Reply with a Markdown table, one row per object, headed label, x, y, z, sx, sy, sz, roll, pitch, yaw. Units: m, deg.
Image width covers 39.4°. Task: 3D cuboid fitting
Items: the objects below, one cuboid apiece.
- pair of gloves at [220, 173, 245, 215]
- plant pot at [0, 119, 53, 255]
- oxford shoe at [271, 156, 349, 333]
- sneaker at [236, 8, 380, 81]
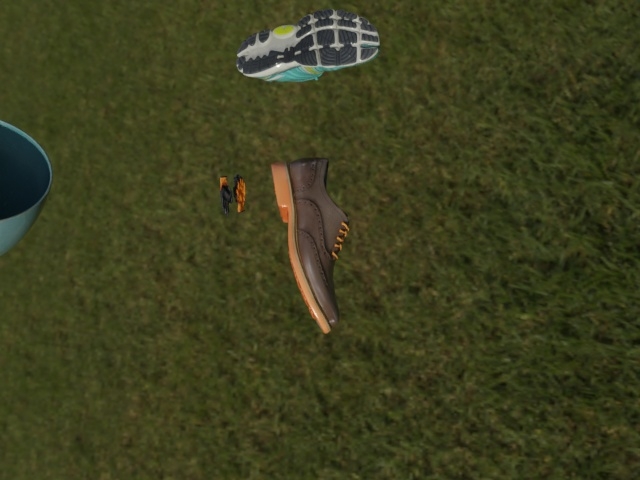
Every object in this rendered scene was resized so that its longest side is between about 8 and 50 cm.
| label | x | y | z | sx | sy | sz | roll | pitch | yaw |
| --- | --- | --- | --- | --- | --- | --- | --- | --- | --- |
| pair of gloves | -0.164 | -0.086 | 1.677 | 0.010 | 0.083 | 0.074 | 1 | 98 | 27 |
| plant pot | -0.639 | -0.063 | 1.587 | 0.290 | 0.290 | 0.195 | -111 | 34 | -40 |
| oxford shoe | 0.000 | 0.000 | 1.773 | 0.130 | 0.133 | 0.363 | 82 | 174 | -77 |
| sneaker | -0.015 | -0.335 | 1.582 | 0.275 | 0.110 | 0.107 | -2 | 78 | 29 |
